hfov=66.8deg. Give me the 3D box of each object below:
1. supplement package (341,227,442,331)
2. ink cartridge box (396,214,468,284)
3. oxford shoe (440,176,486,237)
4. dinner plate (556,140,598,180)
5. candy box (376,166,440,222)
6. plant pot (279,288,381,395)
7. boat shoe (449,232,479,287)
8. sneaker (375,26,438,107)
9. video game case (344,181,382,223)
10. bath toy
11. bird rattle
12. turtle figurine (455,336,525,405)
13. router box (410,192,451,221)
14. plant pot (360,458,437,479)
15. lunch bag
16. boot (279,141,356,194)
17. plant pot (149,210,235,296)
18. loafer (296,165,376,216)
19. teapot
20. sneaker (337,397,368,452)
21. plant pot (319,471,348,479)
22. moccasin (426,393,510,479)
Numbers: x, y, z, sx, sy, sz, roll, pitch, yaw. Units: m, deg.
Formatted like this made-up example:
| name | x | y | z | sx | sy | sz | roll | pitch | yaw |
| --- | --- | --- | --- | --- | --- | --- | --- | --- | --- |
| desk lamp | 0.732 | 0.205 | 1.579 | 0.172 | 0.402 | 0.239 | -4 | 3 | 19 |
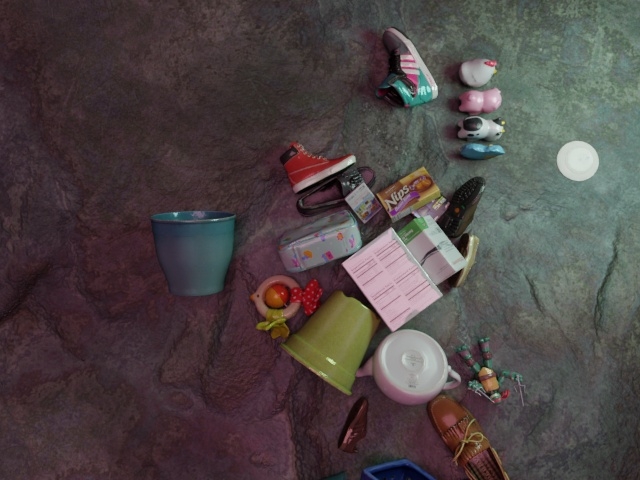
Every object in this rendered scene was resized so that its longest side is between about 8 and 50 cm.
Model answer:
| name | x | y | z | sx | sy | sz | roll | pitch | yaw |
| --- | --- | --- | --- | --- | --- | --- | --- | --- | --- |
| supplement package | 0.224 | 0.127 | 1.577 | 0.198 | 0.199 | 0.262 | -37 | 84 | 0 |
| ink cartridge box | 0.362 | 0.028 | 1.564 | 0.087 | 0.153 | 0.208 | -43 | 74 | 28 |
| oxford shoe | 0.489 | -0.111 | 1.643 | 0.083 | 0.096 | 0.227 | 38 | 102 | 39 |
| dinner plate | 0.889 | -0.276 | 1.672 | 0.141 | 0.017 | 0.141 | 0 | 85 | 1 |
| candy box | 0.297 | -0.155 | 1.649 | 0.187 | 0.053 | 0.109 | -29 | 63 | 5 |
| plant pot | 0.052 | 0.307 | 1.550 | 0.276 | 0.276 | 0.253 | 34 | 80 | 5 |
| boat shoe | 0.495 | 0.073 | 1.638 | 0.072 | 0.068 | 0.189 | 17 | 93 | -24 |
| sneaker | 0.256 | -0.581 | 1.685 | 0.178 | 0.124 | 0.295 | -31 | 85 | -10 |
| video game case | 0.148 | -0.128 | 1.667 | 0.087 | 0.011 | 0.122 | -42 | 117 | -2 |
| bath toy | 0.555 | -0.457 | 1.651 | 0.152 | 0.129 | 0.348 | 2 | 85 | -31 |
| bird rattle | -0.122 | 0.201 | 1.631 | 0.253 | 0.143 | 0.207 | -43 | 68 | -4 |
| turtle figurine | 0.543 | 0.444 | 1.575 | 0.175 | 0.118 | 0.234 | -17 | 68 | -13 |
| router box | 0.378 | -0.111 | 1.671 | 0.092 | 0.038 | 0.122 | 42 | 88 | 5 |
| plant pot | 0.250 | 0.831 | 1.466 | 0.236 | 0.236 | 0.212 | 20 | 94 | 46 |
| lunch bag | 0.000 | 0.000 | 1.595 | 0.279 | 0.224 | 0.107 | -19 | 105 | 1 |
| boot | -0.013 | -0.288 | 1.687 | 0.244 | 0.088 | 0.176 | -24 | 83 | 4 |
| plant pot | -0.414 | 0.042 | 1.603 | 0.272 | 0.271 | 0.255 | 1 | 100 | 3 |
| loafer | 0.057 | -0.168 | 1.665 | 0.303 | 0.095 | 0.109 | -26 | 84 | 1 |
| teapot | 0.282 | 0.423 | 1.562 | 0.253 | 0.187 | 0.256 | -31 | 61 | -24 |
| sneaker | 0.125 | 0.616 | 1.616 | 0.071 | 0.066 | 0.188 | 26 | 92 | -12 |
| plant pot | -0.016 | 0.879 | 1.547 | 0.234 | 0.165 | 0.165 | -19 | 84 | 9 |
| moccasin | 0.473 | 0.663 | 1.541 | 0.139 | 0.147 | 0.380 | -29 | 84 | 0 |
